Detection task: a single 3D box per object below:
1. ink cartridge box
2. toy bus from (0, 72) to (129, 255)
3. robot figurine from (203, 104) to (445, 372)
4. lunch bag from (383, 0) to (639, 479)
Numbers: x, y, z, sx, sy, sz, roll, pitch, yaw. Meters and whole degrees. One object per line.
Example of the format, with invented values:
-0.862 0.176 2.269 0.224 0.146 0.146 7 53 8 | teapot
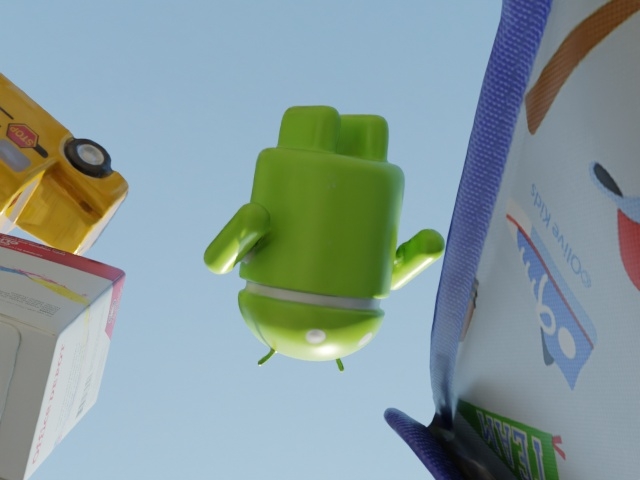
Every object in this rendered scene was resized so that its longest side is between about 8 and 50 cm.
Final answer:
-0.247 0.085 0.930 0.127 0.176 0.128 17 -76 2 | ink cartridge box
-0.356 -0.107 1.171 0.332 0.130 0.108 41 -54 -1 | toy bus
0.000 0.000 0.521 0.067 0.101 0.115 12 -86 60 | robot figurine
0.193 0.095 0.390 0.239 0.385 0.328 -22 -126 -24 | lunch bag
